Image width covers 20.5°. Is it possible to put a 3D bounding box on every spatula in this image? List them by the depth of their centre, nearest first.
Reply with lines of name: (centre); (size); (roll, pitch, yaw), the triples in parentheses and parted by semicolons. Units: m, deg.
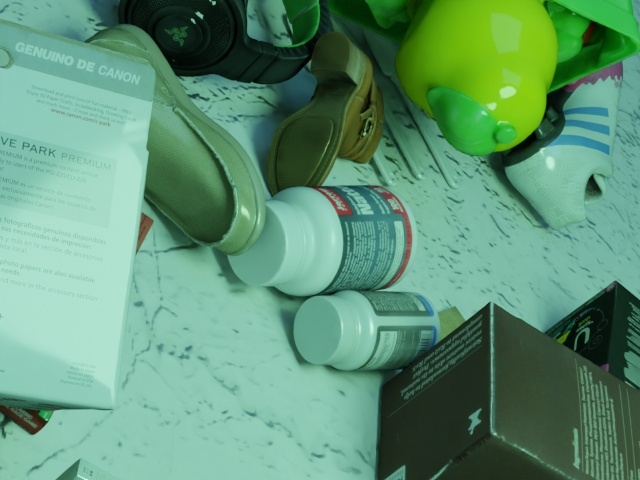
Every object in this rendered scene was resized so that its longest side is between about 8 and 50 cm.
spatula: (0.063, -0.159, 2.012); (0.168, 0.019, 0.242); (-1, 60, -51)

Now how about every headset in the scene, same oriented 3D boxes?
headset: (-0.138, -0.300, 1.785); (0.394, 0.185, 0.243); (10, 50, -40)

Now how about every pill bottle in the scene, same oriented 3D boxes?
pill bottle: (0.045, 0.087, 1.705); (0.137, 0.078, 0.078); (4, 54, -45)
pill bottle: (0.000, 0.000, 1.714); (0.180, 0.108, 0.108); (-3, 59, -48)

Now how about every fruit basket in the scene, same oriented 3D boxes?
fruit basket: (0.161, -0.238, 1.961); (0.392, 0.283, 0.392); (7, 75, -28)

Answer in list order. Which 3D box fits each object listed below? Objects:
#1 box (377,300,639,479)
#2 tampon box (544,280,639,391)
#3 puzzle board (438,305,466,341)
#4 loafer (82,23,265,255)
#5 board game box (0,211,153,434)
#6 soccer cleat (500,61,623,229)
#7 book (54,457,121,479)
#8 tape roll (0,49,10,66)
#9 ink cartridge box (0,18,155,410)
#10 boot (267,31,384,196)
box: (0.183, 0.201, 1.664); (0.203, 0.168, 0.167); (31, 39, -23)
tampon box: (0.304, 0.150, 1.880); (0.101, 0.120, 0.161); (37, 37, -15)
puzzle board: (0.147, 0.133, 1.828); (0.096, 0.011, 0.128); (-19, 71, -51)
loafer: (-0.154, -0.090, 1.654); (0.092, 0.102, 0.268); (-14, 58, -50)
board game box: (-0.246, 0.026, 1.504); (0.145, 0.027, 0.281); (37, 37, -13)
soccer cleat: (0.312, -0.126, 2.177); (0.143, 0.116, 0.331); (57, 36, -14)
book: (-0.150, 0.227, 1.354); (0.144, 0.096, 0.035); (32, 39, -21)
tape roll: (-0.432, -0.163, 1.449); (0.392, 0.072, 0.392); (28, 39, -26)
ink cartridge box: (-0.294, -0.029, 1.299); (0.309, 0.130, 0.272); (14, 77, -32)
boot: (0.017, -0.107, 1.861); (0.197, 0.073, 0.152); (-69, 157, -12)
